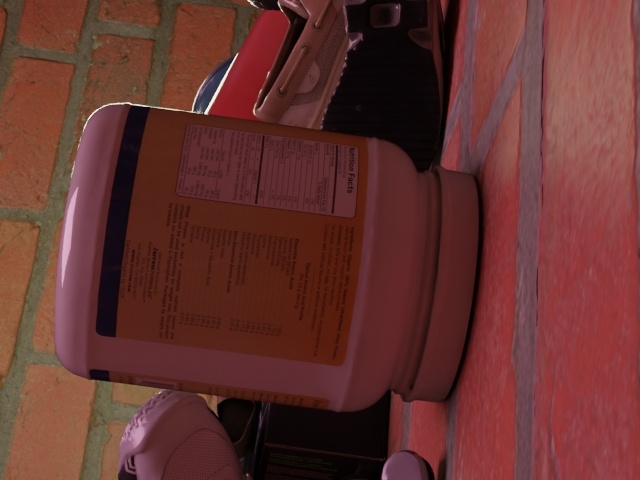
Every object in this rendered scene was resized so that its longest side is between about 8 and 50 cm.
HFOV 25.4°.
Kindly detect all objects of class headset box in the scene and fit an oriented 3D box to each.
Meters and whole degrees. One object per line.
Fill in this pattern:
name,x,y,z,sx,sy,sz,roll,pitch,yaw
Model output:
headset box,-0.003,0.184,1.615,0.283,0.131,0.246,103,174,-54

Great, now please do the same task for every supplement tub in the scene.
supplement tub,-0.044,0.018,1.160,0.228,0.316,0.228,-172,90,-86

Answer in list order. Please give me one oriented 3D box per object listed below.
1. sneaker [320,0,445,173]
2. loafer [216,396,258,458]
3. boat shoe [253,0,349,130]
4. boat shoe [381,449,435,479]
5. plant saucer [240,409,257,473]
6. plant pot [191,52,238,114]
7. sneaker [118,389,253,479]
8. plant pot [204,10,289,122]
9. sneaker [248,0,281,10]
sneaker,0.078,-0.170,1.450,0.146,0.123,0.330,24,-108,-75
loafer,-0.092,0.172,1.605,0.050,0.056,0.148,117,152,-75
boat shoe,0.003,-0.269,1.605,0.109,0.098,0.302,-170,97,-73
boat shoe,0.070,0.237,1.113,0.040,0.049,0.142,25,-113,-59
plant saucer,-0.103,0.243,1.789,0.317,0.044,0.317,5,-90,-89
plant pot,-0.058,-0.138,2.303,0.255,0.272,0.271,-109,24,-50
sneaker,-0.070,0.315,1.450,0.137,0.210,0.365,-40,-48,-32
plant pot,-0.031,-0.185,2.019,0.275,0.275,0.243,116,171,-78
sneaker,0.030,-0.334,1.853,0.281,0.163,0.106,-26,-43,-60
